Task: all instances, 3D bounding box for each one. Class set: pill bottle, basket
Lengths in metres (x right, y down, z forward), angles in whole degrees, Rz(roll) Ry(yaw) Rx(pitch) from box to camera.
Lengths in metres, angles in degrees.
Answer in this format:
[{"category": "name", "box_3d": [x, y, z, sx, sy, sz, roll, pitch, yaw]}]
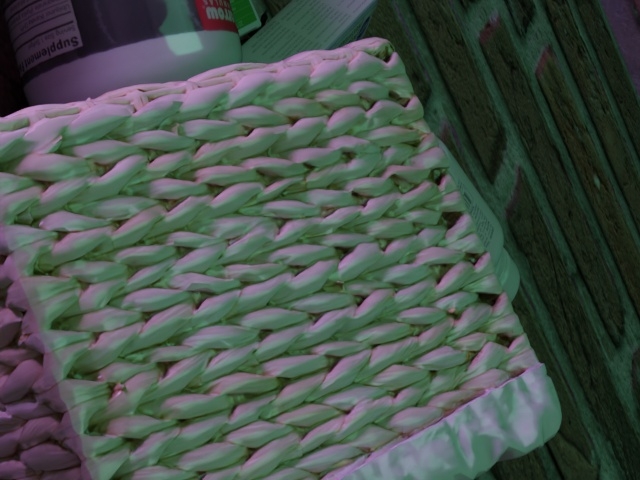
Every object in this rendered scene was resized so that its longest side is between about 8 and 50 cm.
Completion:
[{"category": "pill bottle", "box_3d": [0.137, -0.007, 1.660, 0.229, 0.131, 0.131, 49, 35, -39]}, {"category": "pill bottle", "box_3d": [-0.162, -0.191, 1.140, 0.176, 0.176, 0.318, -13, 88, -63]}, {"category": "basket", "box_3d": [-0.100, 0.064, 0.863, 0.331, 0.328, 0.266, -18, 88, -41]}]

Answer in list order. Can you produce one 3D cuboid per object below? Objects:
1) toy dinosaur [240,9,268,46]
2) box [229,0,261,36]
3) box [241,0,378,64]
[{"category": "toy dinosaur", "box_3d": [-0.054, -0.165, 1.475, 0.268, 0.064, 0.118, 61, 32, -33]}, {"category": "box", "box_3d": [-0.128, -0.206, 1.301, 0.087, 0.102, 0.101, 65, 29, -11]}, {"category": "box", "box_3d": [-0.033, -0.167, 1.357, 0.067, 0.063, 0.324, 28, 37, 6]}]
